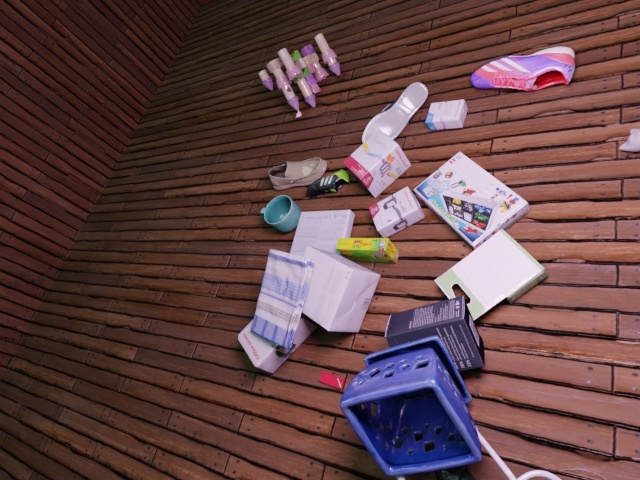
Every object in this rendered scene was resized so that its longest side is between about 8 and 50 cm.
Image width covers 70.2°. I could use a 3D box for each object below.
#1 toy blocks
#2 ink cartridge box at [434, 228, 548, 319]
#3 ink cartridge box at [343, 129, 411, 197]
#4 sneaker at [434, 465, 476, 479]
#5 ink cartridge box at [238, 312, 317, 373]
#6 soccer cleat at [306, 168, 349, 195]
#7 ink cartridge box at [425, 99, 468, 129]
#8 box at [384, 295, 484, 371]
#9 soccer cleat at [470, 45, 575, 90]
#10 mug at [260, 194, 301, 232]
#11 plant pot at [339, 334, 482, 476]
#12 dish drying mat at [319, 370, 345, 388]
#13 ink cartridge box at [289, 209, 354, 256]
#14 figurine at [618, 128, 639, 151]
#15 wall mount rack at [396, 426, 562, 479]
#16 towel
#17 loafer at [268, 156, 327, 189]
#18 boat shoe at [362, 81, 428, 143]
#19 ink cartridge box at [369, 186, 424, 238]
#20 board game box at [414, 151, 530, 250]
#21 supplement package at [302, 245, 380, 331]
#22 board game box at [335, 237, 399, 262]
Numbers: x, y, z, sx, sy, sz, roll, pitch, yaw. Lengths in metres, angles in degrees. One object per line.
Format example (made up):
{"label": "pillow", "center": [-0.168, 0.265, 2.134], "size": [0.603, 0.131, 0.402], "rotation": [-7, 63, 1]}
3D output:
{"label": "toy blocks", "center": [-0.083, -0.719, 2.062], "size": [0.289, 0.260, 0.309], "rotation": [-37, 13, -30]}
{"label": "ink cartridge box", "center": [0.456, 0.101, 1.231], "size": [0.235, 0.056, 0.171], "rotation": [-41, 46, 10]}
{"label": "ink cartridge box", "center": [0.200, -0.271, 1.601], "size": [0.176, 0.128, 0.127], "rotation": [-43, 47, 5]}
{"label": "sneaker", "center": [0.290, 0.558, 1.053], "size": [0.170, 0.051, 0.089], "rotation": [-43, 50, -4]}
{"label": "ink cartridge box", "center": [-0.144, 0.299, 1.497], "size": [0.219, 0.092, 0.160], "rotation": [-46, 46, 2]}
{"label": "soccer cleat", "center": [0.028, -0.208, 1.732], "size": [0.179, 0.060, 0.072], "rotation": [-24, 52, 17]}
{"label": "ink cartridge box", "center": [0.443, -0.438, 1.592], "size": [0.123, 0.052, 0.088], "rotation": [5, 65, 39]}
{"label": "box", "center": [0.291, 0.252, 1.161], "size": [0.207, 0.153, 0.108], "rotation": [-18, 18, 24]}
{"label": "soccer cleat", "center": [0.646, -0.536, 1.481], "size": [0.318, 0.109, 0.116], "rotation": [-1, 65, 32]}
{"label": "mug", "center": [-0.144, -0.102, 1.755], "size": [0.129, 0.097, 0.158], "rotation": [-46, 46, 2]}
{"label": "plant pot", "center": [0.216, 0.367, 1.054], "size": [0.236, 0.236, 0.212], "rotation": [-24, 16, 26]}
{"label": "dish drying mat", "center": [0.033, 0.416, 1.355], "size": [0.083, 0.008, 0.032], "rotation": [8, 68, 38]}
{"label": "ink cartridge box", "center": [0.000, 0.000, 1.622], "size": [0.223, 0.045, 0.223], "rotation": [1, 66, 36]}
{"label": "figurine", "center": [0.910, -0.287, 1.152], "size": [0.215, 0.092, 0.209], "rotation": [-50, 38, -1]}
{"label": "wall mount rack", "center": [0.319, 0.560, 0.939], "size": [0.350, 0.130, 0.304], "rotation": [-33, 58, -3]}
{"label": "towel", "center": [-0.126, 0.174, 1.413], "size": [0.209, 0.034, 0.284], "rotation": [14, 89, 45]}
{"label": "loafer", "center": [-0.100, -0.275, 1.840], "size": [0.269, 0.092, 0.101], "rotation": [-16, 54, 26]}
{"label": "boat shoe", "center": [0.277, -0.453, 1.697], "size": [0.302, 0.091, 0.114], "rotation": [-40, 91, 5]}
{"label": "ink cartridge box", "center": [0.249, -0.092, 1.495], "size": [0.151, 0.063, 0.109], "rotation": [-29, 49, 17]}
{"label": "board game box", "center": [0.448, -0.125, 1.384], "size": [0.193, 0.053, 0.305], "rotation": [-40, 47, 6]}
{"label": "supplement package", "center": [0.037, 0.148, 1.398], "size": [0.203, 0.149, 0.194], "rotation": [27, 98, 42]}
{"label": "board game box", "center": [0.150, 0.032, 1.465], "size": [0.181, 0.092, 0.043], "rotation": [0, 61, 35]}
